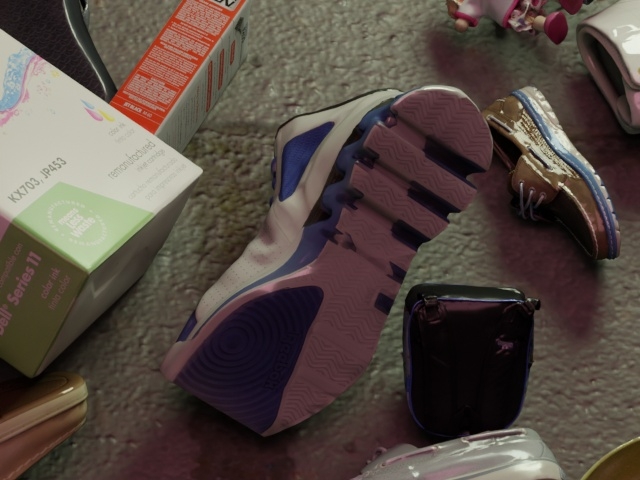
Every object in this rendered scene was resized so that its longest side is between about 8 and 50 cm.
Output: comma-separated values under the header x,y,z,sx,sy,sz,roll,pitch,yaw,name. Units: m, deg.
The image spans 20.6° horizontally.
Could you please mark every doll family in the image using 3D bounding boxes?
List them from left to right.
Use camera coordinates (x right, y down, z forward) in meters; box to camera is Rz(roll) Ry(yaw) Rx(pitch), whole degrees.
x,y,z,sx,sy,sz,roll,pitch,yaw,name
0.210,-0.291,1.587,0.163,0.118,0.263,31,97,36,doll family

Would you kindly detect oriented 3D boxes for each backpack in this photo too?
x,y,z,sx,sy,sz,roll,pitch,yaw,name
0.115,0.092,1.392,0.105,0.084,0.114,2,101,-2,backpack

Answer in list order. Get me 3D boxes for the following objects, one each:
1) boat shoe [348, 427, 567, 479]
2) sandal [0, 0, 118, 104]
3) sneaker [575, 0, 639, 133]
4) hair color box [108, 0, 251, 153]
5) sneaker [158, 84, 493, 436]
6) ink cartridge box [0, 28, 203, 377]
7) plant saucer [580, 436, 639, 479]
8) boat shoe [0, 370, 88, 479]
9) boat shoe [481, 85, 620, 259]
x,y,z,sx,sy,sz,roll,pitch,yaw,name
0.072,0.196,1.352,0.227,0.079,0.081,-12,39,-6,boat shoe
-0.239,-0.188,1.544,0.097,0.054,0.254,-25,72,19,sandal
0.349,-0.117,1.529,0.169,0.108,0.292,-31,58,-18,sneaker
-0.121,-0.136,1.503,0.053,0.093,0.167,27,62,10,hair color box
0.001,-0.001,1.423,0.127,0.182,0.315,38,93,-20,sneaker
-0.295,-0.076,1.369,0.353,0.119,0.207,34,33,4,ink cartridge box
0.293,0.261,1.345,0.241,0.037,0.241,2,60,-4,plant saucer
-0.295,0.201,1.307,0.302,0.109,0.098,-32,107,-20,boat shoe
0.191,-0.048,1.500,0.066,0.066,0.183,-22,55,-10,boat shoe
